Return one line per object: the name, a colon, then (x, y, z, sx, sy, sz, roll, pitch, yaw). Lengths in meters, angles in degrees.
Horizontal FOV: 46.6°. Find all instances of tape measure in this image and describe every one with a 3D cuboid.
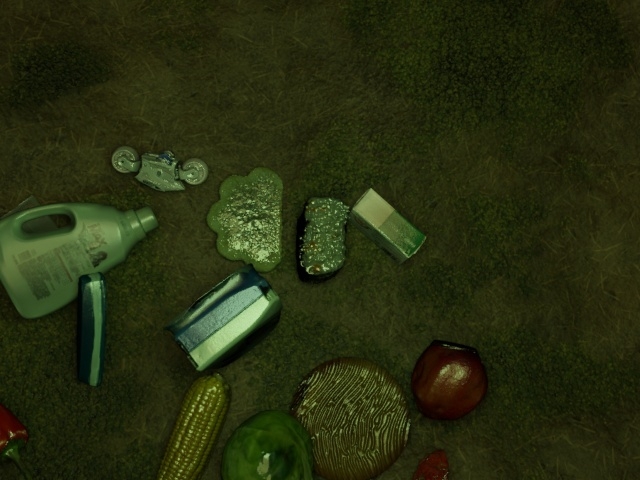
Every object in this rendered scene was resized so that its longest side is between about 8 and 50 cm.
tape measure: (-0.221, 0.202, 1.815, 0.259, 0.262, 0.138, -36, 78, -9)

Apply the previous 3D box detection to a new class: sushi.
sushi: (0.000, 0.000, 1.933, 0.136, 0.126, 0.225, 8, 79, -2)

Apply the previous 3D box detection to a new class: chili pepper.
chili pepper: (-0.784, 0.474, 1.793, 0.338, 0.131, 0.134, 34, 55, 6)

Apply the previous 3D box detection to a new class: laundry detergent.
laundry detergent: (-0.611, 0.005, 1.875, 0.397, 0.124, 0.264, -26, 98, -12)

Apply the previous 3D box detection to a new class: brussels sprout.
brussels sprout: (-0.119, 0.556, 1.790, 0.210, 0.219, 0.272, -22, 98, 32)

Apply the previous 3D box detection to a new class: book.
book: (-0.748, -0.013, 1.935, 0.127, 0.014, 0.182, -39, 85, -9)

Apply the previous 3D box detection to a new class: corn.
corn: (-0.319, 0.498, 1.830, 0.120, 0.120, 0.363, 23, 80, 0)

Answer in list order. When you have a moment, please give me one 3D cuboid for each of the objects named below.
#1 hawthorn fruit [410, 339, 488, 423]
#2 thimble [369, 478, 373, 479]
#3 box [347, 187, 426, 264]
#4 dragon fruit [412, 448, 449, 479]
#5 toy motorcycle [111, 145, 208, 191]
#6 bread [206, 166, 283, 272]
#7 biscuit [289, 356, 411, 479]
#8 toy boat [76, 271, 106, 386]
hawthorn fruit: (0.308, 0.363, 1.870, 0.189, 0.189, 0.251, 39, 86, 3)
thimble: (0.139, 0.664, 1.844, 0.115, 0.102, 0.090, 42, 83, 12)
box: (0.170, -0.034, 1.945, 0.199, 0.135, 0.081, 40, 79, 2)
dragon fruit: (0.278, 0.606, 1.862, 0.083, 0.106, 0.162, 9, 83, -2)
toy motorcycle: (-0.423, -0.183, 1.954, 0.254, 0.112, 0.113, 9, 80, -4)
bread: (-0.198, -0.056, 1.964, 0.207, 0.056, 0.287, -2, 79, -6)
biscuit: (0.076, 0.459, 1.904, 0.317, 0.040, 0.318, 1, 81, -4)
toy boat: (-0.568, 0.227, 1.840, 0.061, 0.096, 0.300, -2, 106, -27)
